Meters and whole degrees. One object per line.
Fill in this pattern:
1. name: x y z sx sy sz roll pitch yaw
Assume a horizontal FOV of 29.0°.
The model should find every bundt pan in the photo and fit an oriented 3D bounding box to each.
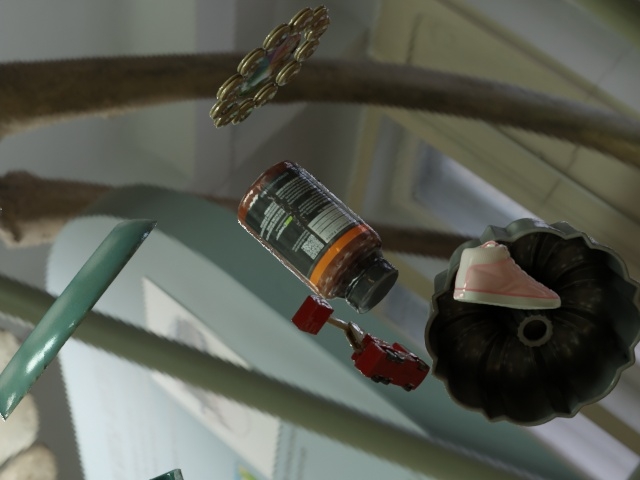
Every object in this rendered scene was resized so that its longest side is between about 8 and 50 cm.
1. bundt pan: 0.309 0.110 1.859 0.331 0.331 0.124 -59 15 18

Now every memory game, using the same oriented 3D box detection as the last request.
1. memory game: -0.055 -0.194 1.389 0.186 0.012 0.186 -44 -8 -8

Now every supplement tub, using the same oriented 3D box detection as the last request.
1. supplement tub: 0.000 0.000 1.488 0.106 0.198 0.106 -42 -19 -18

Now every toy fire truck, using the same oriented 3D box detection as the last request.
1. toy fire truck: 0.060 0.146 1.746 0.047 0.135 0.192 -55 -36 9

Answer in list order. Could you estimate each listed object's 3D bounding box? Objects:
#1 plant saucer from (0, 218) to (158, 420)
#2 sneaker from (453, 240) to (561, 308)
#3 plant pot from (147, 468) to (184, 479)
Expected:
1. plant saucer: -0.320 0.090 1.580 0.317 0.044 0.317 -52 7 10
2. sneaker: 0.206 0.038 1.337 0.051 0.134 0.070 -11 72 62
3. plant pot: -0.262 0.492 1.728 0.247 0.252 0.248 -22 -2 -9
